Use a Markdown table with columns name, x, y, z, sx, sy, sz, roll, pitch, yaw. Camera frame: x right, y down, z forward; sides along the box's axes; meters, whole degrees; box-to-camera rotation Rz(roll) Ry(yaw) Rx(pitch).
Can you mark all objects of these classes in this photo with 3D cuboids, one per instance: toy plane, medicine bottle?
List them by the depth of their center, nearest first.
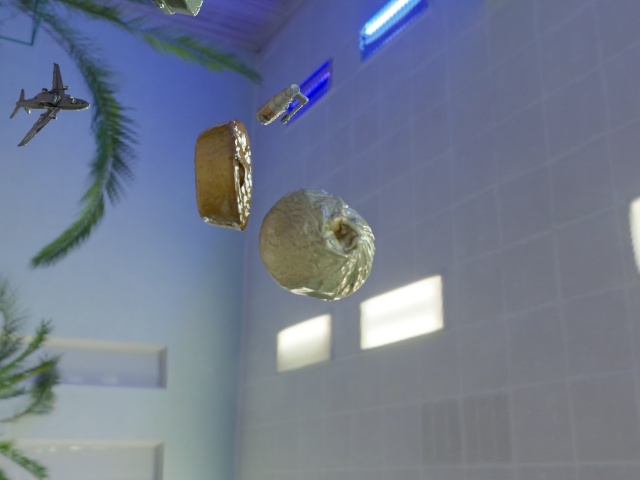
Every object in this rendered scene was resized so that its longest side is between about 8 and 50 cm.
| name | x | y | z | sx | sy | sz | roll | pitch | yaw |
| --- | --- | --- | --- | --- | --- | --- | --- | --- | --- |
| toy plane | -0.613 | -0.309 | 1.671 | 0.226 | 0.058 | 0.226 | 2 | -113 | 33 |
| medicine bottle | -0.123 | -0.430 | 2.370 | 0.221 | 0.092 | 0.061 | -27 | -151 | 56 |

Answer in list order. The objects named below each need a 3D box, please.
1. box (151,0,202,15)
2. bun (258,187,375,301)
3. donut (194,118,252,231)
| name | x | y | z | sx | sy | sz | roll | pitch | yaw |
| --- | --- | --- | --- | --- | --- | --- | --- | --- | --- |
| box | -0.381 | -0.732 | 2.030 | 0.148 | 0.129 | 0.210 | 61 | 47 | -71 |
| bun | 0.000 | 0.000 | 2.193 | 0.227 | 0.349 | 0.352 | -46 | -120 | 55 |
| donut | -0.226 | -0.152 | 1.719 | 0.277 | 0.109 | 0.277 | -1 | 90 | -89 |
